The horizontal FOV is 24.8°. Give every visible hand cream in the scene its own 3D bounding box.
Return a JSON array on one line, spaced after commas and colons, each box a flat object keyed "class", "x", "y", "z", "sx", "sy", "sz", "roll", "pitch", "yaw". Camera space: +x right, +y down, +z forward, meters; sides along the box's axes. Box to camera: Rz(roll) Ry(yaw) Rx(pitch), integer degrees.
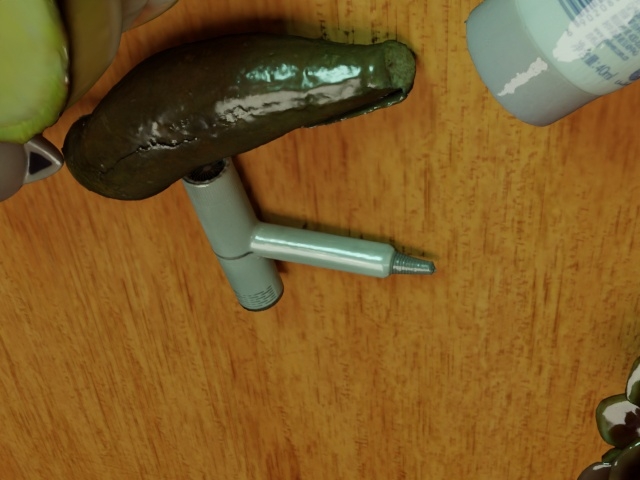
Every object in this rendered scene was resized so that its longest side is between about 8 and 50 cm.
[{"class": "hand cream", "x": 0.188, "y": -0.154, "z": 0.763, "sx": 0.133, "sy": 0.083, "sz": 0.248, "roll": 39, "pitch": 132, "yaw": -25}]

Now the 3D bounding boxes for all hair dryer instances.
[{"class": "hair dryer", "x": 0.000, "y": -0.005, "z": 1.099, "sx": 0.183, "sy": 0.044, "sz": 0.155, "roll": 1, "pitch": 142, "yaw": 20}]

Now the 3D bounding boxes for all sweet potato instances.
[{"class": "sweet potato", "x": -0.069, "y": -0.092, "z": 0.988, "sx": 0.286, "sy": 0.085, "sz": 0.112, "roll": -19, "pitch": 163, "yaw": 31}]

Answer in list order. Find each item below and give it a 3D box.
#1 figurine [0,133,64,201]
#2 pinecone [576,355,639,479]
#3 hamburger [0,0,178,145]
[{"class": "figurine", "x": -0.265, "y": -0.081, "z": 1.063, "sx": 0.138, "sy": 0.125, "sz": 0.125, "roll": -20, "pitch": 129, "yaw": 29}, {"class": "pinecone", "x": 0.321, "y": 0.187, "z": 0.999, "sx": 0.264, "sy": 0.264, "sz": 0.264, "roll": 15, "pitch": 145, "yaw": 11}, {"class": "hamburger", "x": -0.196, "y": -0.218, "z": 0.776, "sx": 0.261, "sy": 0.186, "sz": 0.302, "roll": 6, "pitch": 139, "yaw": 40}]
